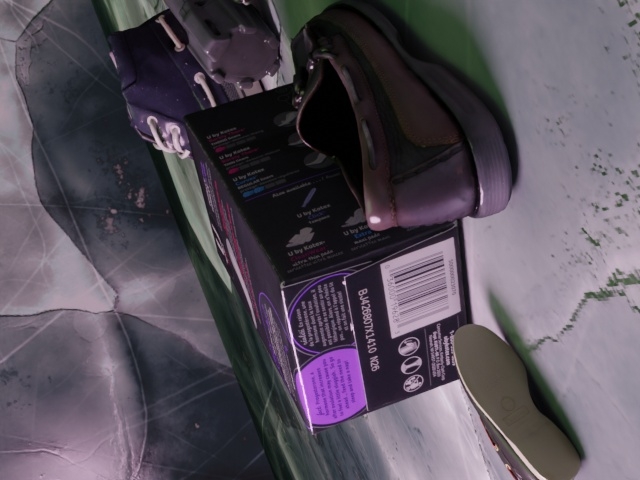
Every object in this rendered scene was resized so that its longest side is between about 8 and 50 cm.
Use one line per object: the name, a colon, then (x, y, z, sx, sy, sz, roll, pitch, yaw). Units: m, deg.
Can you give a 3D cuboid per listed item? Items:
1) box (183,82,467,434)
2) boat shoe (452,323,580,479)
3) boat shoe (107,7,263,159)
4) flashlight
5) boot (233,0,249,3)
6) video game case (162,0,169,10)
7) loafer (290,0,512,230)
box: (0.000, 0.000, 0.895, 0.270, 0.143, 0.165, -124, 19, -50)
boat shoe: (0.130, 0.119, 0.747, 0.133, 0.049, 0.042, 58, 157, 26)
boat shoe: (-0.133, -0.119, 1.259, 0.127, 0.158, 0.340, 114, 134, -74)
flashlight: (-0.137, -0.279, 1.178, 0.304, 0.103, 0.103, 54, 165, 36)
boot: (-0.084, -0.285, 1.004, 0.246, 0.083, 0.161, 62, 177, 37)
video game case: (-0.225, -0.384, 1.574, 0.166, 0.015, 0.119, -138, 30, -66)
loafer: (0.023, -0.093, 0.747, 0.302, 0.095, 0.109, -130, 22, -57)
